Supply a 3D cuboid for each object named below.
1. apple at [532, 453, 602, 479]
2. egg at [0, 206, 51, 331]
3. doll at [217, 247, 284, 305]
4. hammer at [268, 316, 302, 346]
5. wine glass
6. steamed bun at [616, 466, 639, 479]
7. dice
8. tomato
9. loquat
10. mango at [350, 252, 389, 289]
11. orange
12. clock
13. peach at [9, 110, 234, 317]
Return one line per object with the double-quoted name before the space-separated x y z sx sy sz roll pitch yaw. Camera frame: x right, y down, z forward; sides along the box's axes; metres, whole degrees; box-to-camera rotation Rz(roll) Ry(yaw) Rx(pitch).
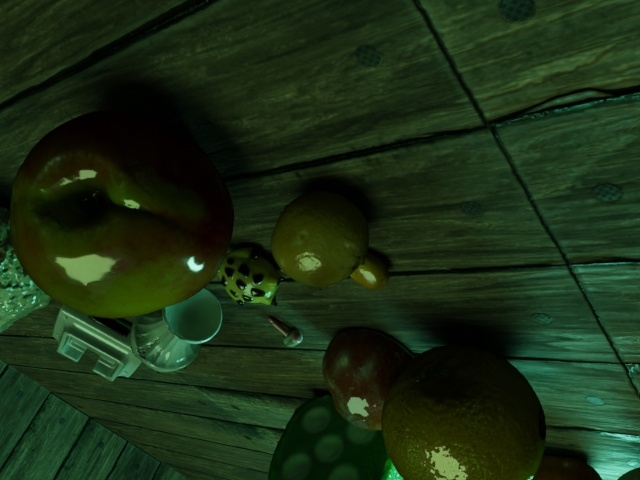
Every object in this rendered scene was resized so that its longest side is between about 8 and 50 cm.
"apple" 0.488 0.538 1.309 0.199 0.199 0.199 18 149 12
"egg" -0.691 0.057 1.353 0.279 0.279 0.310 31 159 -9
"doll" -0.201 0.033 1.140 0.291 0.086 0.117 22 109 9
"hammer" -0.077 0.187 1.339 0.083 0.031 0.052 42 144 -7
"wine glass" -0.304 0.183 1.385 0.165 0.165 0.196 34 140 -14
"steamed bun" 0.614 0.523 1.166 0.280 0.268 0.207 43 175 -16
"dice" 0.074 0.560 1.538 0.300 0.287 0.297 5 143 32
"tomato" 0.099 0.283 1.239 0.214 0.155 0.180 37 143 -17
"loquat" 0.000 0.000 0.895 0.141 0.141 0.141 18 149 12
"mango" 0.066 0.040 0.995 0.089 0.046 0.060 40 146 0
"orange" 0.231 0.302 1.061 0.274 0.274 0.274 18 149 12
"clock" -0.612 0.280 1.782 0.262 0.116 0.231 31 148 -11
"peach" -0.276 -0.026 0.922 0.307 0.308 0.332 22 165 6
